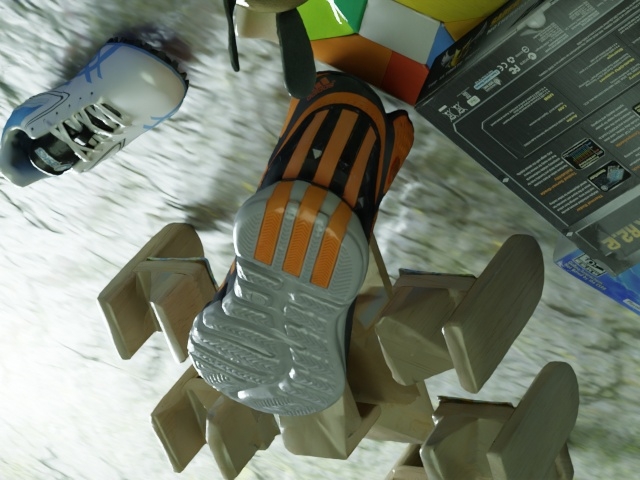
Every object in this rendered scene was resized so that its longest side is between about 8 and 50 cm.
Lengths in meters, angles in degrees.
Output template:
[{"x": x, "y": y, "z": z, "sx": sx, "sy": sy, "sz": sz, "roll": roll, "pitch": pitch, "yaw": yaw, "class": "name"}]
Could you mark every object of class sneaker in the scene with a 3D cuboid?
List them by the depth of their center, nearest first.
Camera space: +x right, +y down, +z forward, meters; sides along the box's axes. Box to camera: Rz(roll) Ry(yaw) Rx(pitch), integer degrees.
[{"x": 0.000, "y": 0.000, "z": 1.224, "sx": 0.125, "sy": 0.180, "sz": 0.321, "roll": 25, "pitch": 147, "yaw": -1, "class": "sneaker"}, {"x": -0.185, "y": -0.096, "z": 1.342, "sx": 0.085, "sy": 0.086, "sz": 0.237, "roll": 37, "pitch": 148, "yaw": -22, "class": "sneaker"}]

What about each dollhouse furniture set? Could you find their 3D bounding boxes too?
[{"x": 0.067, "y": 0.138, "z": 1.502, "sx": 0.362, "sy": 0.256, "sz": 0.394, "roll": 1, "pitch": 124, "yaw": 34, "class": "dollhouse furniture set"}]

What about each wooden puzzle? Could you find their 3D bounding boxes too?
[{"x": 0.061, "y": -0.152, "z": 1.104, "sx": 0.239, "sy": 0.044, "sz": 0.221, "roll": 21, "pitch": 152, "yaw": 2, "class": "wooden puzzle"}]

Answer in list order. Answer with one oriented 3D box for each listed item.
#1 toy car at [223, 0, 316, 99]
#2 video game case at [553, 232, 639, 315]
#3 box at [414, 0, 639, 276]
[{"x": -0.012, "y": -0.177, "z": 0.910, "sx": 0.149, "sy": 0.188, "sz": 0.155, "roll": 7, "pitch": 176, "yaw": 29, "class": "toy car"}, {"x": 0.343, "y": 0.022, "z": 1.186, "sx": 0.270, "sy": 0.061, "sz": 0.244, "roll": 30, "pitch": 150, "yaw": -13, "class": "video game case"}, {"x": 0.198, "y": -0.093, "z": 1.000, "sx": 0.183, "sy": 0.056, "sz": 0.231, "roll": 38, "pitch": 138, "yaw": -15, "class": "box"}]
